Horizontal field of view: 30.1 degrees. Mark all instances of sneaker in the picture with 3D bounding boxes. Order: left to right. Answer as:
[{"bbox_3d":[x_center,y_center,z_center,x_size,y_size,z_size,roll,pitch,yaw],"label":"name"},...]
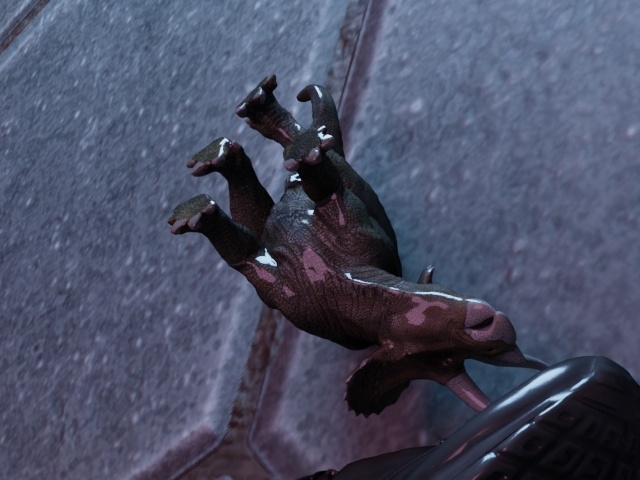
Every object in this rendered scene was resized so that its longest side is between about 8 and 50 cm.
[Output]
[{"bbox_3d":[0.034,0.146,0.577,0.286,0.109,0.130,-46,33,17],"label":"sneaker"}]

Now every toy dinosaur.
[{"bbox_3d":[0.000,0.000,0.694,0.121,0.160,0.313,-35,25,1],"label":"toy dinosaur"}]
